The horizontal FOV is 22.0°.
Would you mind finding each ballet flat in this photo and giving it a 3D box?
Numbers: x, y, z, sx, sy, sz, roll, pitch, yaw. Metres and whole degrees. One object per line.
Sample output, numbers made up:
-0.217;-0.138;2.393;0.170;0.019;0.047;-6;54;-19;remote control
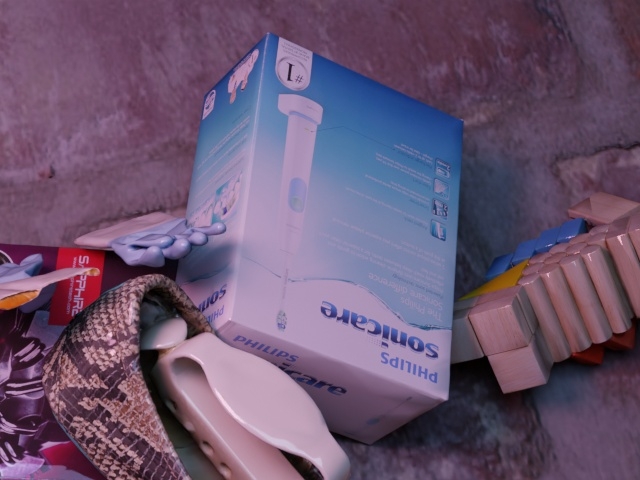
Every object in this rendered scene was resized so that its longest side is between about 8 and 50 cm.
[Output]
-0.021;0.225;1.244;0.483;0.182;0.164;50;40;6;ballet flat

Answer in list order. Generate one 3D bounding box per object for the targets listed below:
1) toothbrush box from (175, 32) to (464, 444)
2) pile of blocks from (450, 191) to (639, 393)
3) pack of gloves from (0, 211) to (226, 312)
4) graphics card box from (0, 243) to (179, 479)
0.000;0.000;1.442;0.216;0.126;0.295;21;54;-25;toothbrush box
0.267;0.036;1.513;0.362;0.149;0.113;-27;107;-9;pile of blocks
-0.184;0.029;1.329;0.195;0.232;0.046;-18;99;-19;pack of gloves
-0.292;0.117;1.415;0.371;0.094;0.233;4;58;-1;graphics card box
